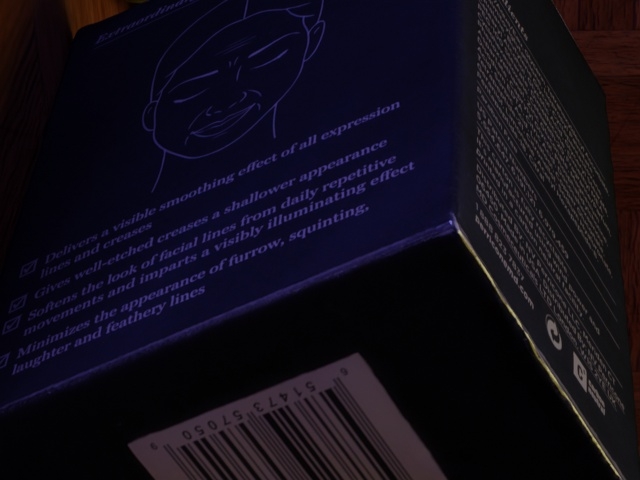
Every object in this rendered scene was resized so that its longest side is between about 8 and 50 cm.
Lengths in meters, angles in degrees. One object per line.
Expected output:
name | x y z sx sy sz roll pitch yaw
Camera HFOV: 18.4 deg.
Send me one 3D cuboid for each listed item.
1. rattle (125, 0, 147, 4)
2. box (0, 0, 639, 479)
rattle | -0.083 -0.257 1.467 0.199 0.143 0.130 -68 139 -62
box | 0.000 0.000 1.137 0.212 0.293 0.395 55 24 -30
